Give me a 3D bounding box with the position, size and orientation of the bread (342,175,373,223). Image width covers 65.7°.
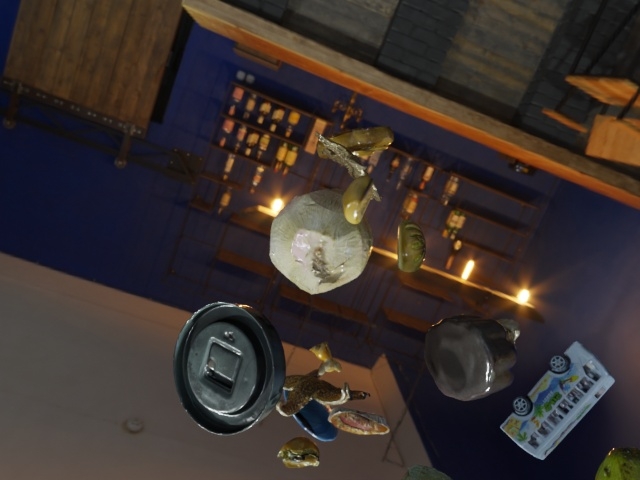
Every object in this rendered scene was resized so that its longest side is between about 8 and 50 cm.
[{"bbox_3d":[0.079,-0.095,1.117,0.056,0.082,0.115,16,-129,14],"label":"bread"}]

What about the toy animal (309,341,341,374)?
[{"bbox_3d":[0.013,0.303,1.262,0.081,0.061,0.083,74,172,-78],"label":"toy animal"}]

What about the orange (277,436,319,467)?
[{"bbox_3d":[-0.080,0.833,1.951,0.170,0.160,0.112,8,-126,11],"label":"orange"}]

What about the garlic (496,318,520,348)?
[{"bbox_3d":[0.689,0.419,1.975,0.281,0.184,0.203,-3,174,-33],"label":"garlic"}]

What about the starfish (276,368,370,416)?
[{"bbox_3d":[-0.019,0.457,1.527,0.312,0.113,0.303,6,180,-45],"label":"starfish"}]

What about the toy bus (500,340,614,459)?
[{"bbox_3d":[0.654,0.439,1.365,0.109,0.329,0.136,35,-173,-40],"label":"toy bus"}]

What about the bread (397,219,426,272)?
[{"bbox_3d":[0.332,0.019,1.816,0.105,0.213,0.213,-2,-172,9],"label":"bread"}]

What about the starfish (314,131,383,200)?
[{"bbox_3d":[0.099,-0.258,1.674,0.302,0.060,0.299,45,180,18],"label":"starfish"}]

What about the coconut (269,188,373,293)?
[{"bbox_3d":[0.000,0.000,1.400,0.297,0.297,0.254,25,-164,16],"label":"coconut"}]

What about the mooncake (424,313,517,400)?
[{"bbox_3d":[0.499,0.388,1.657,0.154,0.305,0.306,-1,-158,-29],"label":"mooncake"}]

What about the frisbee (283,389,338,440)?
[{"bbox_3d":[-0.022,0.553,1.649,0.242,0.045,0.242,40,-167,-11],"label":"frisbee"}]

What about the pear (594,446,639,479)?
[{"bbox_3d":[0.869,0.707,1.362,0.213,0.269,0.212,-12,171,-2],"label":"pear"}]

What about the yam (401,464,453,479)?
[{"bbox_3d":[0.383,1.044,1.956,0.203,0.271,0.201,14,-172,-37],"label":"yam"}]

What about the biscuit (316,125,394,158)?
[{"bbox_3d":[0.130,-0.359,1.861,0.297,0.101,0.296,-10,-176,1],"label":"biscuit"}]

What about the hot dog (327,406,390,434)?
[{"bbox_3d":[0.119,0.562,1.528,0.192,0.099,0.053,13,-131,6],"label":"hot dog"}]

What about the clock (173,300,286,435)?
[{"bbox_3d":[-0.229,0.310,1.227,0.319,0.318,0.066,28,-171,29],"label":"clock"}]
